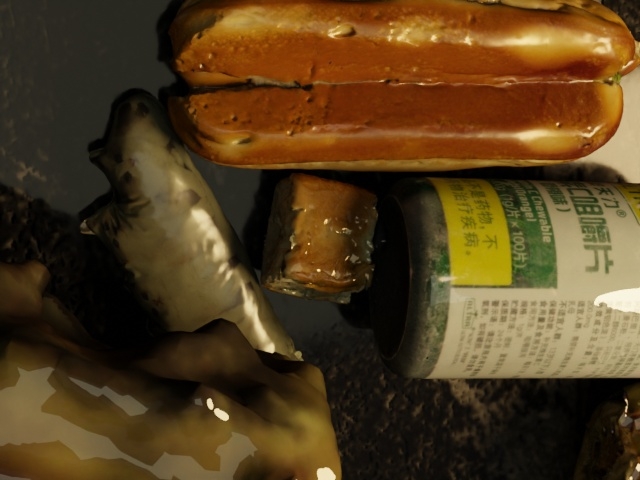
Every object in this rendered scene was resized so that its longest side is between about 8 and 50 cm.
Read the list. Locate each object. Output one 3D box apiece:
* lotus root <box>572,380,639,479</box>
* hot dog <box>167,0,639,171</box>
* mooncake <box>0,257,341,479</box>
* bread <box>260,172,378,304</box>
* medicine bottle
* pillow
[{"bbox_3d":[0.322,0.191,0.959,0.275,0.152,0.160,17,110,-12],"label":"lotus root"},{"bbox_3d":[0.064,-0.115,0.877,0.337,0.100,0.135,-2,109,-10],"label":"hot dog"},{"bbox_3d":[-0.192,0.099,0.771,0.394,0.246,0.393,-10,108,2],"label":"mooncake"},{"bbox_3d":[-0.002,0.000,0.890,0.070,0.077,0.083,11,79,-12],"label":"bread"},{"bbox_3d":[0.189,0.028,0.906,0.293,0.141,0.141,2,100,-12],"label":"medicine bottle"},{"bbox_3d":[-0.099,0.018,0.891,0.093,0.051,0.241,-28,108,0],"label":"pillow"}]
